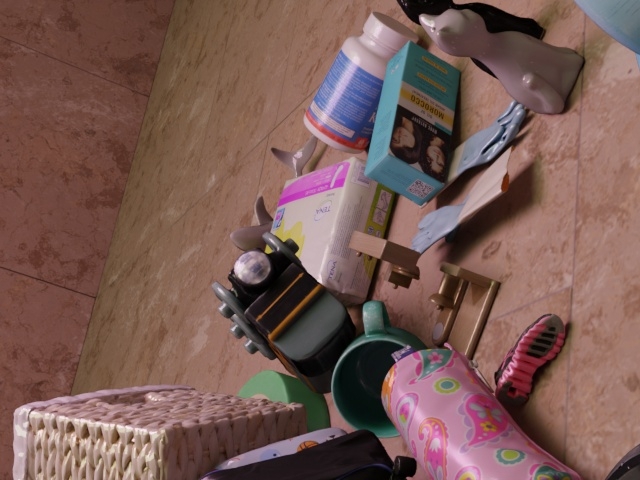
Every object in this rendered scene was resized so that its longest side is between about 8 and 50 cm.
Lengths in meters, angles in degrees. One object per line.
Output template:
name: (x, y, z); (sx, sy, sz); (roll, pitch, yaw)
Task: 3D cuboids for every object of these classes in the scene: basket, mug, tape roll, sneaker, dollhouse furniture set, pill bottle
basket: (-0.206, 0.375, 1.390); (0.266, 0.328, 0.331); (1, 89, 35)
mug: (0.089, 0.164, 1.330); (0.158, 0.129, 0.097); (-65, -5, 13)
tape roll: (-0.095, 0.370, 1.659); (0.321, 0.077, 0.321); (-48, 31, 41)
sneaker: (0.229, 0.126, 1.165); (0.119, 0.047, 0.057); (-60, 12, 20)
dollhouse furniture set: (0.112, 0.076, 1.332); (0.123, 0.151, 0.144); (-70, 20, 0)
pill bottle: (0.073, -0.268, 1.764); (0.221, 0.124, 0.124); (-60, 24, 24)

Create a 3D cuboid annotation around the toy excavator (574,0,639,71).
toy excavator: (0.271, -0.327, 0.916); (0.222, 0.445, 0.433); (-47, 31, 42)

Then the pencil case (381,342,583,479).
pencil case: (0.164, 0.217, 1.088); (0.124, 0.124, 0.284); (-64, 28, 14)

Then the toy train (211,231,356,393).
toy train: (-0.034, 0.119, 1.455); (0.142, 0.190, 0.334); (-44, -22, -10)

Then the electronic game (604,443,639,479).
electronic game: (0.292, 0.273, 0.871); (0.229, 0.048, 0.229); (-51, 28, 42)

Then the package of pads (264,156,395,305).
package of pads: (0.000, 0.000, 1.727); (0.296, 0.101, 0.229); (-14, 57, 65)

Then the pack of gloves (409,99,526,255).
pack of gloves: (0.208, -0.074, 1.408); (0.232, 0.046, 0.195); (-41, 21, 50)

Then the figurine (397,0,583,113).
figurine: (0.203, -0.258, 1.331); (0.092, 0.209, 0.215); (-61, 23, 20)

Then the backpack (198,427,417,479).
backpack: (-0.015, 0.367, 1.216); (0.213, 0.276, 0.263); (-121, 18, -72)

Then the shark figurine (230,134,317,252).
shark figurine: (-0.047, -0.054, 1.937); (0.116, 0.166, 0.278); (-7, 43, 38)

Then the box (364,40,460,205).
box: (0.137, -0.175, 1.519); (0.060, 0.100, 0.244); (-43, 26, 46)
